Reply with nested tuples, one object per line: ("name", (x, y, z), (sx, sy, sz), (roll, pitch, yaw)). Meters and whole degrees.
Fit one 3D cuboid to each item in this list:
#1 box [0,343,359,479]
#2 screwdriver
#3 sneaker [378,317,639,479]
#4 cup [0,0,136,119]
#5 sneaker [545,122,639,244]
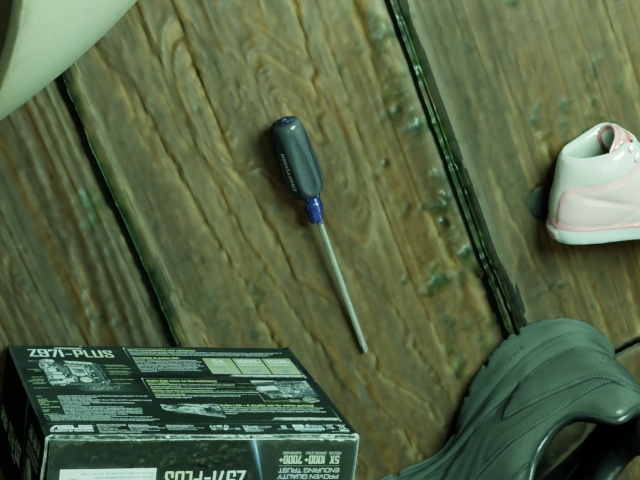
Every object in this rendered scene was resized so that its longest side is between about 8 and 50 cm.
("box", (-0.087, 0.121, 1.060), (0.180, 0.147, 0.078), (2, 107, -19))
("screwdriver", (0.000, 0.000, 1.123), (0.025, 0.024, 0.170), (-6, 119, 15))
("sneaker", (0.101, 0.182, 1.151), (0.109, 0.130, 0.286), (32, 96, -26))
("cup", (-0.164, -0.229, 0.859), (0.237, 0.331, 0.331), (-31, 118, -41))
("sneaker", (0.208, -0.041, 1.156), (0.134, 0.051, 0.070), (-7, 114, -11))
